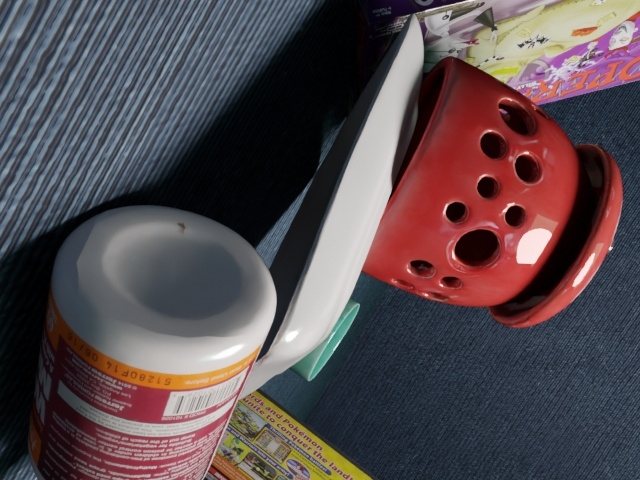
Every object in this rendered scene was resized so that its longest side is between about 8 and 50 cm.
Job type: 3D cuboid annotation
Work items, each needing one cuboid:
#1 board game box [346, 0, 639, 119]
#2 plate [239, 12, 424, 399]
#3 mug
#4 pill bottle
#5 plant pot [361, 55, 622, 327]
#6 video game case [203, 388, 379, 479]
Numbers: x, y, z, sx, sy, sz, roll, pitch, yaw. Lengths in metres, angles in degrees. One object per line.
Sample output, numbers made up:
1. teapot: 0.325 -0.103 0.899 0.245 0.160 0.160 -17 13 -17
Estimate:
1. board game box: 0.198 -0.190 0.605 0.347 0.056 0.208 -15 165 -4
2. plate: 0.000 0.000 0.536 0.278 0.045 0.277 -67 -173 -25
3. mug: -0.015 0.106 0.902 0.129 0.097 0.157 -38 157 -57
4. pill bottle: -0.115 0.097 0.407 0.121 0.121 0.221 -41 160 -53
5. plant pot: 0.134 -0.032 0.547 0.191 0.174 0.191 -63 -172 17
6. video game case: -0.066 0.283 0.714 0.035 0.275 0.248 -61 168 27
